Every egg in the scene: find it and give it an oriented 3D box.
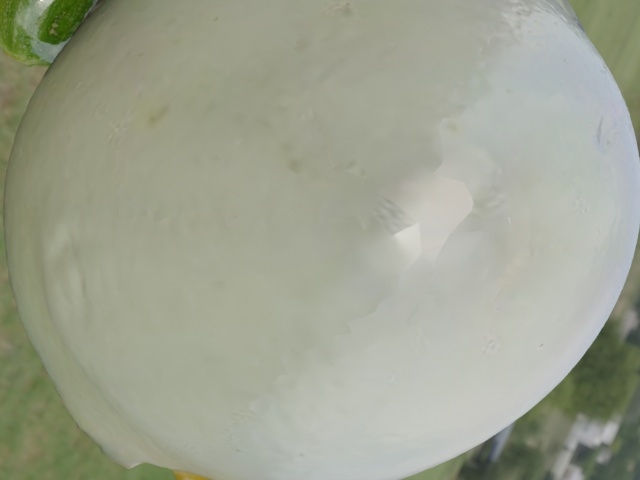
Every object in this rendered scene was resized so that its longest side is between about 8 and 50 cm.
[{"bbox_3d":[-0.001,-0.005,0.664,0.286,0.264,0.174,-26,-167,4],"label":"egg"}]

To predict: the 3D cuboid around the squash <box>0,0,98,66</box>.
[{"bbox_3d":[-0.097,-0.188,0.749,0.229,0.066,0.066,-65,170,3],"label":"squash"}]
